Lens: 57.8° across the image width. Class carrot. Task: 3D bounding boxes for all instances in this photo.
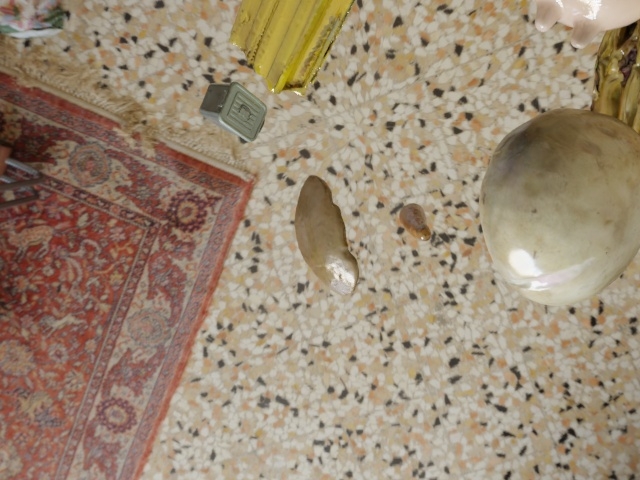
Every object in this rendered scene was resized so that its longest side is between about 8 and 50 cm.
[{"bbox_3d":[0.208,-0.032,1.244,0.061,0.209,0.061,1,104,2],"label":"carrot"}]

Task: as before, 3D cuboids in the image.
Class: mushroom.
[{"bbox_3d":[0.299,-0.037,0.717,0.184,0.255,0.254,11,106,45],"label":"mushroom"}]

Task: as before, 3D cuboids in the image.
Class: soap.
[{"bbox_3d":[-0.033,-0.435,1.017,0.204,0.096,0.324,57,133,28],"label":"soap"}]

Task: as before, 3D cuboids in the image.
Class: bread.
[{"bbox_3d":[0.553,-0.254,0.956,0.167,0.325,0.277,16,105,32],"label":"bread"}]

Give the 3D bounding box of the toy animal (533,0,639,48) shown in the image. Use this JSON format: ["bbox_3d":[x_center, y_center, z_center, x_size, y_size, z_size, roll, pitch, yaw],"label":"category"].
[{"bbox_3d":[0.305,-0.313,0.580,0.165,0.149,0.248,32,89,-1],"label":"toy animal"}]

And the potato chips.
[{"bbox_3d":[-0.001,-0.001,0.869,0.062,0.208,0.195,-15,140,-7],"label":"potato chips"}]

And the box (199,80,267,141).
[{"bbox_3d":[-0.169,-0.248,1.113,0.069,0.122,0.084,17,83,33],"label":"box"}]
